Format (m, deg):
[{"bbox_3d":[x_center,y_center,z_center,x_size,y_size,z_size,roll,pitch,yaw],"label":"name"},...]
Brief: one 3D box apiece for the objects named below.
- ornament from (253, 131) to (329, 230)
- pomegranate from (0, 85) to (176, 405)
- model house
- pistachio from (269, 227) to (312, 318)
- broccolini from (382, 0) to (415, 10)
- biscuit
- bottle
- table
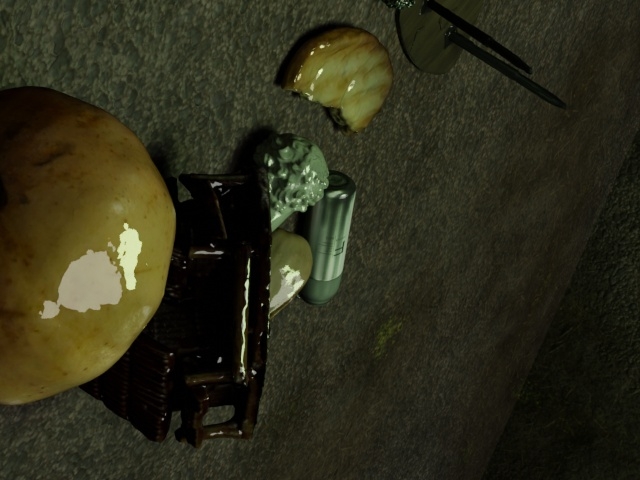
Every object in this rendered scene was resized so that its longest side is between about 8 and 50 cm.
[{"bbox_3d":[-0.096,-0.037,2.038,0.285,0.130,0.120,-56,142,-10],"label":"ornament"},{"bbox_3d":[-0.309,0.014,1.455,0.338,0.338,0.338,-44,151,-32],"label":"pomegranate"},{"bbox_3d":[-0.218,0.083,1.809,0.283,0.297,0.317,2,132,-13],"label":"model house"},{"bbox_3d":[-0.101,0.069,2.144,0.206,0.131,0.129,-52,146,-9],"label":"pistachio"},{"bbox_3d":[0.151,-0.455,2.131,0.091,0.068,0.202,7,111,-43],"label":"broccolini"},{"bbox_3d":[0.036,-0.262,2.145,0.154,0.045,0.299,-60,155,1],"label":"biscuit"},{"bbox_3d":[0.000,0.000,2.328,0.096,0.079,0.253,-4,130,-16],"label":"bottle"},{"bbox_3d":[0.322,-0.361,2.337,0.317,0.249,0.317,-43,150,-33],"label":"table"}]
